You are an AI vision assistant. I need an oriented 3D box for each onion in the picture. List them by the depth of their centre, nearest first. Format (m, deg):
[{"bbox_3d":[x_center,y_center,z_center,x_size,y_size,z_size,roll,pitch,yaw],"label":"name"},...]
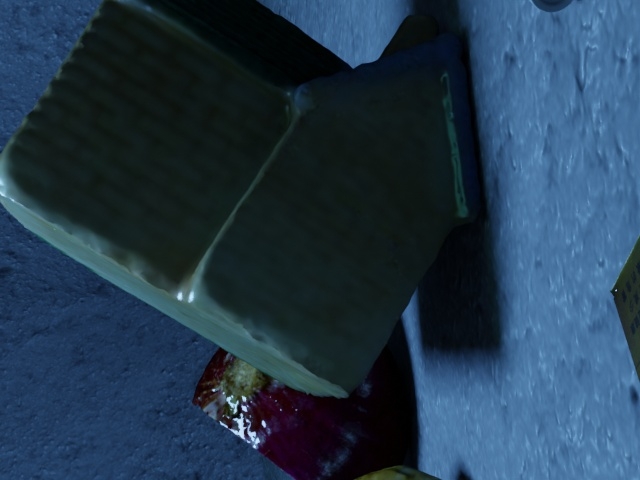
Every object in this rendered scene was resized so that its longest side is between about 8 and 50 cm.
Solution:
[{"bbox_3d":[0.003,0.179,1.512,0.206,0.216,0.207,25,84,46],"label":"onion"}]

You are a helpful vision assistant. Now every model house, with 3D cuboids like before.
[{"bbox_3d":[-0.061,-0.083,1.241,0.343,0.382,0.334,-60,4,-8],"label":"model house"}]

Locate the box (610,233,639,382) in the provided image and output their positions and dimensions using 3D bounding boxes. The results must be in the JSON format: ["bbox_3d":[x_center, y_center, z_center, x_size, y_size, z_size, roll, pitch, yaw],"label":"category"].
[{"bbox_3d":[0.191,0.058,0.691,0.090,0.023,0.133,95,168,-55],"label":"box"}]

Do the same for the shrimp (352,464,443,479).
[{"bbox_3d":[0.034,0.431,1.212,0.272,0.085,0.445,22,87,46],"label":"shrimp"}]

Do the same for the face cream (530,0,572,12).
[{"bbox_3d":[0.138,-0.191,0.883,0.130,0.034,0.034,-107,15,-59],"label":"face cream"}]
